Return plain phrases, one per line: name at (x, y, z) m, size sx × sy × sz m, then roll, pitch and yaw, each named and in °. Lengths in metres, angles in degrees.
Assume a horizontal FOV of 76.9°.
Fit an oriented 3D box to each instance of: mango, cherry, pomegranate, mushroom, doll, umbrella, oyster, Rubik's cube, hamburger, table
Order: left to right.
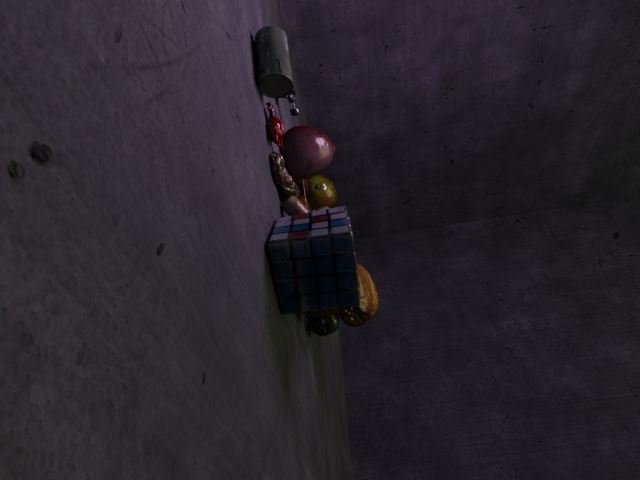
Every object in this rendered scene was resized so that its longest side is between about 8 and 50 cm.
table at (-0.171, -0.651, 1.476) m, size 0.126 × 0.126 × 0.220 m, roll 68°, pitch 15°, yaw -71°
doll at (-0.170, -0.432, 1.512) m, size 0.109 × 0.057 × 0.169 m, roll 24°, pitch 58°, yaw -82°
umbrella at (-0.170, -0.744, 1.844) m, size 0.143 × 0.094 × 0.349 m, roll -50°, pitch 128°, yaw -58°
oyster at (-0.130, -0.222, 1.587) m, size 0.345 × 0.078 × 0.129 m, roll 68°, pitch 5°, yaw -59°
mushroom at (-0.048, -0.070, 1.556) m, size 0.209 × 0.206 × 0.206 m, roll 60°, pitch -7°, yaw 29°
cherry at (-0.055, -0.395, 1.791) m, size 0.206 × 0.239 × 0.240 m, roll -16°, pitch 97°, yaw -78°
Rubik's cube at (-0.013, 0.060, 1.301) m, size 0.253 × 0.256 × 0.259 m, roll -88°, pitch 169°, yaw -67°
mango at (-0.014, -0.254, 2.257) m, size 0.225 × 0.201 × 0.382 m, roll 59°, pitch -3°, yaw -7°
pomegranate at (0.006, 0.356, 1.757) m, size 0.169 × 0.148 × 0.149 m, roll -26°, pitch 110°, yaw -59°
hamburger at (0.151, 0.251, 1.865) m, size 0.314 × 0.170 × 0.290 m, roll 11°, pitch 59°, yaw -68°

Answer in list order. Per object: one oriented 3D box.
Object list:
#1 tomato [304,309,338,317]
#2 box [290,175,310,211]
tomato at (0.013, 0.166, 1.586) m, size 0.270 × 0.222 × 0.271 m, roll -6°, pitch 90°, yaw -85°
box at (-0.097, -0.223, 1.968) m, size 0.152 × 0.070 × 0.237 m, roll 64°, pitch 16°, yaw -75°
